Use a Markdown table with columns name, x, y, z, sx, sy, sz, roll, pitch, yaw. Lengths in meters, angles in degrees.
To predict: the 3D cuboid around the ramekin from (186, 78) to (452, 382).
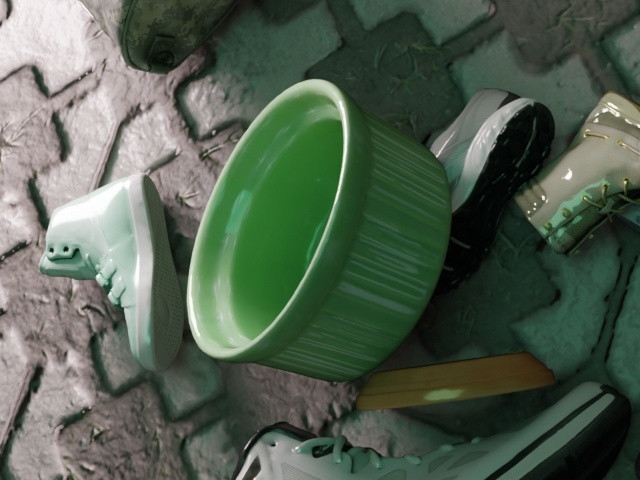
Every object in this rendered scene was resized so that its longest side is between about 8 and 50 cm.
| name | x | y | z | sx | sy | sz | roll | pitch | yaw |
| --- | --- | --- | --- | --- | --- | --- | --- | --- | --- |
| ramekin | 0.000 | 0.000 | 1.258 | 0.303 | 0.148 | 0.303 | -40 | 38 | 41 |

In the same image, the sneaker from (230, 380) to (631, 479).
| name | x | y | z | sx | sy | sz | roll | pitch | yaw |
| --- | --- | --- | --- | --- | --- | --- | --- | --- | --- |
| sneaker | 0.074 | 0.227 | 1.201 | 0.447 | 0.169 | 0.257 | -35 | 57 | -10 |

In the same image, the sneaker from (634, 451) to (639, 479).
| name | x | y | z | sx | sy | sz | roll | pitch | yaw |
| --- | --- | --- | --- | --- | --- | --- | --- | --- | --- |
| sneaker | 0.388 | 0.197 | 1.156 | 0.185 | 0.084 | 0.069 | -20 | 70 | 16 |

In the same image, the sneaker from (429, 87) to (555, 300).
| name | x | y | z | sx | sy | sz | roll | pitch | yaw |
| --- | --- | --- | --- | --- | --- | --- | --- | --- | --- |
| sneaker | 0.143 | -0.046 | 1.321 | 0.271 | 0.100 | 0.108 | -54 | 41 | 5 |

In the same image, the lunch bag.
| name | x | y | z | sx | sy | sz | roll | pitch | yaw |
| --- | --- | --- | --- | --- | --- | --- | --- | --- | --- |
| lunch bag | -0.226 | -0.381 | 1.479 | 0.305 | 0.212 | 0.256 | 48 | 113 | 27 |

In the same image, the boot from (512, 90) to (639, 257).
| name | x | y | z | sx | sy | sz | roll | pitch | yaw |
| --- | --- | --- | --- | --- | --- | --- | --- | --- | --- |
| boot | 0.296 | -0.043 | 1.203 | 0.165 | 0.077 | 0.213 | -45 | 37 | 6 |

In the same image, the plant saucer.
| name | x | y | z | sx | sy | sz | roll | pitch | yaw |
| --- | --- | --- | --- | --- | --- | --- | --- | --- | --- |
| plant saucer | 0.132 | 0.138 | 1.208 | 0.200 | 0.200 | 0.037 | -10 | 84 | 19 |

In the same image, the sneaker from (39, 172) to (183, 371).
| name | x | y | z | sx | sy | sz | roll | pitch | yaw |
| --- | --- | --- | --- | --- | --- | --- | --- | --- | --- |
| sneaker | -0.253 | 0.054 | 1.441 | 0.151 | 0.094 | 0.256 | -18 | 61 | 11 |

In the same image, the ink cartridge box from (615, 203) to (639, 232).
| name | x | y | z | sx | sy | sz | roll | pitch | yaw |
| --- | --- | --- | --- | --- | --- | --- | --- | --- | --- |
| ink cartridge box | 0.425 | -0.064 | 1.193 | 0.208 | 0.045 | 0.206 | -53 | 43 | 2 |
